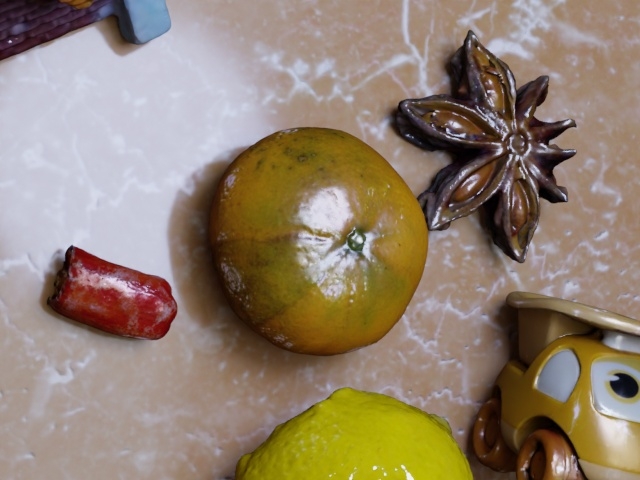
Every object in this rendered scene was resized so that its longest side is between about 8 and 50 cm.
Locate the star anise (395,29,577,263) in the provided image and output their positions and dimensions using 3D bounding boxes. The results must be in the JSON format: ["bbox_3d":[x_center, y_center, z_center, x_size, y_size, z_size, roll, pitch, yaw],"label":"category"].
[{"bbox_3d":[0.176,-0.095,1.793,0.214,0.099,0.220,29,80,-3],"label":"star anise"}]

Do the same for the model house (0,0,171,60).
[{"bbox_3d":[-0.282,-0.303,1.549,0.360,0.297,0.339,-27,127,-22],"label":"model house"}]

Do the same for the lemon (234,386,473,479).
[{"bbox_3d":[0.028,0.279,1.632,0.288,0.233,0.233,-43,102,-11],"label":"lemon"}]

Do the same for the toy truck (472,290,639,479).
[{"bbox_3d":[0.292,0.175,1.732,0.204,0.288,0.211,12,94,-19],"label":"toy truck"}]

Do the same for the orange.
[{"bbox_3d":[0.000,0.000,1.669,0.240,0.171,0.240,2,85,-21],"label":"orange"}]

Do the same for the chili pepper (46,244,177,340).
[{"bbox_3d":[-0.205,0.056,1.639,0.123,0.070,0.073,18,63,-18],"label":"chili pepper"}]
